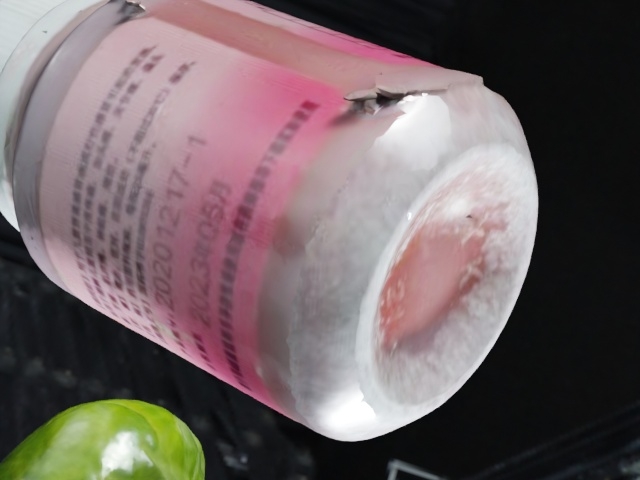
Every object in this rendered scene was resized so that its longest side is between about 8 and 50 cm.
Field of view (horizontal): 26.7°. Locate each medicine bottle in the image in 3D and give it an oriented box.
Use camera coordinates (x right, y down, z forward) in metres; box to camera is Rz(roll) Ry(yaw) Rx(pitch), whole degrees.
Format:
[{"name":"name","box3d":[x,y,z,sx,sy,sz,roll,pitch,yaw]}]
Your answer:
[{"name":"medicine bottle","box3d":[-0.045,-0.028,0.541,0.247,0.147,0.147,25,-88,35]}]

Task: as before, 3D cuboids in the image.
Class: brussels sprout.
[{"name":"brussels sprout","box3d":[-0.147,0.190,0.885,0.143,0.181,0.161,1,-140,26]}]
